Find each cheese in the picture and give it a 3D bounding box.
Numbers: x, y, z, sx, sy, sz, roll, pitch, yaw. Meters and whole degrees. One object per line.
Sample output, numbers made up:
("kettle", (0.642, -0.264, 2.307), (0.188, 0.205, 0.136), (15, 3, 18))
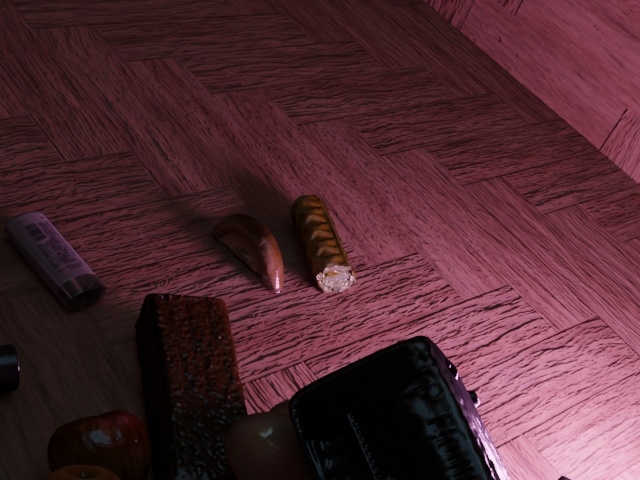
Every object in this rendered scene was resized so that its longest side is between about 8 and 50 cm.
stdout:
("cheese", (-0.042, 0.335, 1.563), (0.130, 0.351, 0.328), (-24, 32, 9))

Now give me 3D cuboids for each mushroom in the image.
("mushroom", (-0.136, 0.013, 2.059), (0.072, 0.094, 0.210), (-24, 54, -41))

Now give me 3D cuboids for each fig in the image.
("fig", (-0.331, 0.348, 1.519), (0.148, 0.202, 0.149), (-9, 29, 17))

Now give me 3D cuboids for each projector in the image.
("projector", (0.159, 0.366, 1.367), (0.242, 0.405, 0.395), (-25, 68, 5))

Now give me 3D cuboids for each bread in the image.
("bread", (0.001, 0.000, 2.150), (0.098, 0.087, 0.269), (2, 42, -22))
("bread", (-0.215, 0.274, 1.680), (0.165, 0.113, 0.416), (6, 42, -22))

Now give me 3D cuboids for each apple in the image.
("apple", (-0.336, 0.382, 1.373), (0.146, 0.131, 0.146), (7, 14, -2))

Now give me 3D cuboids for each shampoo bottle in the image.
("shampoo bottle", (-0.502, 0.036, 1.849), (0.227, 0.056, 0.086), (43, 39, 23))

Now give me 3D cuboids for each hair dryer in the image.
("hair dryer", (-0.557, 0.280, 1.523), (0.196, 0.078, 0.248), (-5, 51, -31))

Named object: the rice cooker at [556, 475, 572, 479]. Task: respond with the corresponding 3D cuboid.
("rice cooker", (0.411, 0.537, 1.602), (0.224, 0.267, 0.267), (39, 39, 16))
